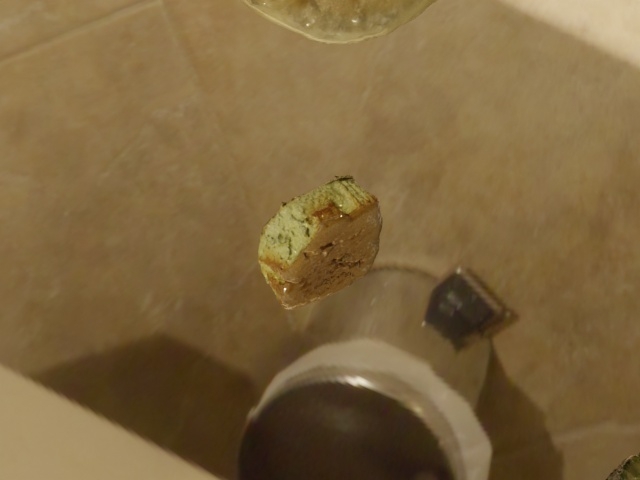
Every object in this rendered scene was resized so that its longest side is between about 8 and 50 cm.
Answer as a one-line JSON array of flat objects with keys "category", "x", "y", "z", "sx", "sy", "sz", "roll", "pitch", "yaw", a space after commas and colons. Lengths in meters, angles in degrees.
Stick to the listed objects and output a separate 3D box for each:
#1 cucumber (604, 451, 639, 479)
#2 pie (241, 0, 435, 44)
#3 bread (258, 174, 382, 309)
[{"category": "cucumber", "x": 0.170, "y": 0.264, "z": 0.932, "sx": 0.081, "sy": 0.072, "sz": 0.303, "roll": 22, "pitch": 132, "yaw": -11}, {"category": "pie", "x": -0.004, "y": -0.224, "z": 0.770, "sx": 0.185, "sy": 0.052, "sz": 0.218, "roll": -21, "pitch": 116, "yaw": -3}, {"category": "bread", "x": 0.000, "y": 0.000, "z": 1.382, "sx": 0.069, "sy": 0.140, "sz": 0.128, "roll": 49, "pitch": 154, "yaw": 37}]
